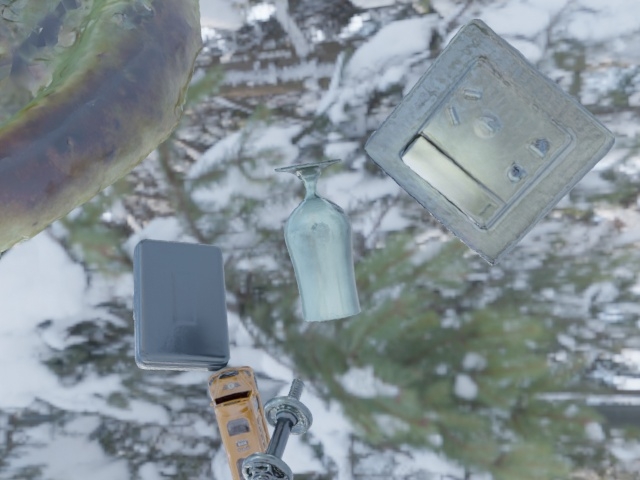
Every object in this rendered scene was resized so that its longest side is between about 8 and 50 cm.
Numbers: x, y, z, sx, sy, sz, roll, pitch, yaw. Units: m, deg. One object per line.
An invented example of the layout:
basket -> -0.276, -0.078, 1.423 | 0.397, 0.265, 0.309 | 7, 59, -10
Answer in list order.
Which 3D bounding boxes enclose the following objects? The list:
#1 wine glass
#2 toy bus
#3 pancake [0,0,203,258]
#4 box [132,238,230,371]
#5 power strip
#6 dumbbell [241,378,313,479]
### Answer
wine glass -> 0.000, 0.000, 1.375 | 0.103, 0.103, 0.231 | -25, -74, -73
toy bus -> -0.135, 0.318, 1.599 | 0.088, 0.083, 0.194 | -87, -17, -85
pancake -> -0.215, -0.168, 0.610 | 0.427, 0.305, 0.067 | -51, 3, -36
box -> -0.236, 0.109, 1.584 | 0.050, 0.160, 0.230 | 127, 142, -53
power strip -> 0.229, -0.136, 1.288 | 0.257, 0.251, 0.092 | 41, -157, 0
dumbbell -> -0.064, 0.310, 1.424 | 0.254, 0.081, 0.082 | -69, -28, -48
